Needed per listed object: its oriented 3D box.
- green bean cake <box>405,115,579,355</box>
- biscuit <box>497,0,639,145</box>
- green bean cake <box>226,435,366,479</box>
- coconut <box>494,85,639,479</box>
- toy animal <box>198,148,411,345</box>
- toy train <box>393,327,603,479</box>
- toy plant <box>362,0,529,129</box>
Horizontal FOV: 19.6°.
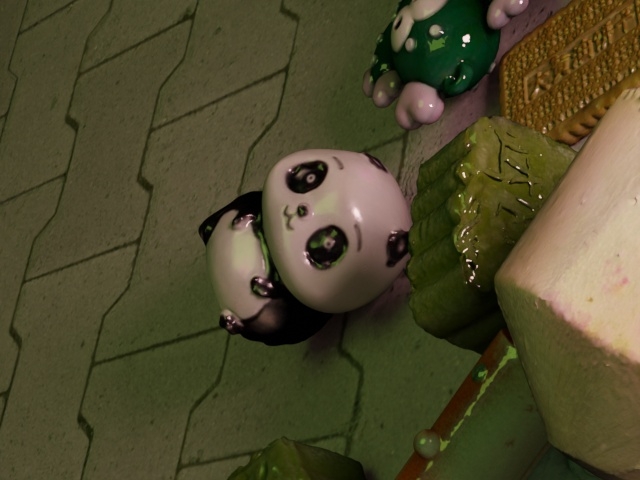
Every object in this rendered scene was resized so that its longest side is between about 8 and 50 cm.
[{"bbox_3d":[0.187,0.010,1.704,0.113,0.214,0.200,-31,43,50],"label":"green bean cake"},{"bbox_3d":[0.276,-0.188,1.890,0.254,0.029,0.172,-35,41,38],"label":"biscuit"},{"bbox_3d":[-0.044,0.339,1.889,0.222,0.125,0.248,-43,37,32],"label":"green bean cake"},{"bbox_3d":[0.293,0.053,1.455,0.309,0.297,0.297,-56,32,4],"label":"coconut"},{"bbox_3d":[-0.008,0.001,2.041,0.235,0.165,0.187,-33,65,42],"label":"toy animal"},{"bbox_3d":[0.152,0.204,1.644,0.285,0.177,0.116,-56,31,14],"label":"toy train"},{"bbox_3d":[0.139,-0.234,2.048,0.232,0.112,0.243,-57,26,8],"label":"toy plant"}]
